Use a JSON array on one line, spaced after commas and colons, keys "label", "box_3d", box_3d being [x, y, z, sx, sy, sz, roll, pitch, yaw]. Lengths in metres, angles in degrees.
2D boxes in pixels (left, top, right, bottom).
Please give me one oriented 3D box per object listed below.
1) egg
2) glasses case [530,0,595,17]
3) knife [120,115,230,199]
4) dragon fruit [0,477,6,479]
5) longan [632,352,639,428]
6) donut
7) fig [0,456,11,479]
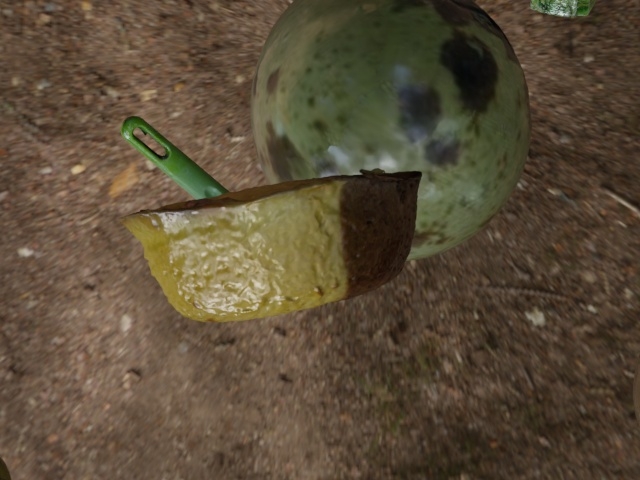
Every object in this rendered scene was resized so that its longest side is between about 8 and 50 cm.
[{"label": "egg", "box_3d": [0.083, -0.166, 1.578, 0.344, 0.428, 0.345, -5, 124, -8]}, {"label": "glasses case", "box_3d": [0.361, -0.456, 1.836, 0.095, 0.062, 0.272, 16, 140, 22]}, {"label": "knife", "box_3d": [-0.106, -0.036, 1.139, 0.054, 0.015, 0.212, -49, 118, -2]}, {"label": "dragon fruit", "box_3d": [-0.345, 0.247, 1.153, 0.142, 0.130, 0.121, 40, 135, 0]}, {"label": "longan", "box_3d": [0.511, 0.186, 1.452, 0.300, 0.243, 0.300, -9, 71, 26]}, {"label": "donut", "box_3d": [0.000, 0.000, 1.064, 0.295, 0.151, 0.112, -14, 96, -35]}, {"label": "fig", "box_3d": [-0.606, 0.402, 1.981, 0.230, 0.207, 0.207, 18, 99, 0]}]
